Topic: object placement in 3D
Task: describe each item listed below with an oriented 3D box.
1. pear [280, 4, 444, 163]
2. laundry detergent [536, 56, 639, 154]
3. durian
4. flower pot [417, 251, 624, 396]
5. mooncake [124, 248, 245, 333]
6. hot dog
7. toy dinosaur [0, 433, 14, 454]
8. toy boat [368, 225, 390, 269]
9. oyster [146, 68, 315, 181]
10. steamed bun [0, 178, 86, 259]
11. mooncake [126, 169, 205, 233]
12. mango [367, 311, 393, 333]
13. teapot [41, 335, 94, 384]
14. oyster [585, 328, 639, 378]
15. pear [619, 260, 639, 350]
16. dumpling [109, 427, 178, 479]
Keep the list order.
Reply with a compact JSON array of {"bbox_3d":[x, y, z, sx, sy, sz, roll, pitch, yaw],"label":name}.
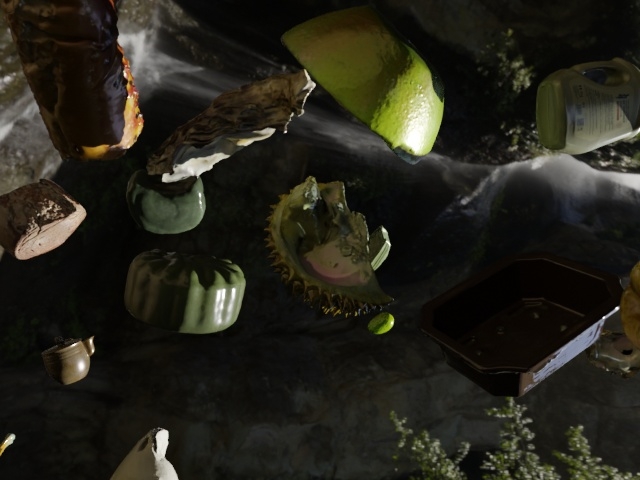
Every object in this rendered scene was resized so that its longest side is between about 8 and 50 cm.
[{"bbox_3d":[0.123,-0.354,1.013,0.165,0.399,0.398,-46,-143,22],"label":"pear"},{"bbox_3d":[0.582,-0.279,1.003,0.091,0.254,0.181,-135,-145,-76],"label":"laundry detergent"},{"bbox_3d":[0.000,0.000,0.829,0.167,0.172,0.306,-28,-137,21],"label":"durian"},{"bbox_3d":[0.266,0.114,0.646,0.179,0.251,0.084,30,-41,55],"label":"flower pot"},{"bbox_3d":[-0.408,0.141,1.475,0.351,0.352,0.187,33,-70,60],"label":"mooncake"},{"bbox_3d":[-0.435,-0.382,0.849,0.365,0.196,0.367,101,-32,-55],"label":"hot dog"},{"bbox_3d":[-0.601,0.417,0.861,0.106,0.044,0.187,-58,-178,-6],"label":"toy dinosaur"},{"bbox_3d":[0.105,0.072,1.394,0.293,0.055,0.093,-46,-143,34],"label":"toy boat"},{"bbox_3d":[-0.161,-0.179,0.797,0.271,0.100,0.275,-41,-160,-27],"label":"oyster"},{"bbox_3d":[-0.615,-0.049,1.047,0.175,0.145,0.106,-43,159,-27],"label":"steamed bun"},{"bbox_3d":[-0.351,-0.100,1.111,0.168,0.175,0.104,-42,-144,28],"label":"mooncake"},{"bbox_3d":[0.231,0.320,1.859,0.056,0.108,0.073,-148,-137,-69],"label":"mango"},{"bbox_3d":[-0.432,0.198,0.850,0.110,0.085,0.080,0,-73,70],"label":"teapot"},{"bbox_3d":[0.733,0.272,1.193,0.164,0.190,0.081,-13,-152,10],"label":"oyster"},{"bbox_3d":[0.411,0.071,0.503,0.178,0.178,0.177,-35,-135,46],"label":"pear"},{"bbox_3d":[-0.417,0.641,1.127,0.341,0.182,0.259,50,-45,48],"label":"dumpling"}]
